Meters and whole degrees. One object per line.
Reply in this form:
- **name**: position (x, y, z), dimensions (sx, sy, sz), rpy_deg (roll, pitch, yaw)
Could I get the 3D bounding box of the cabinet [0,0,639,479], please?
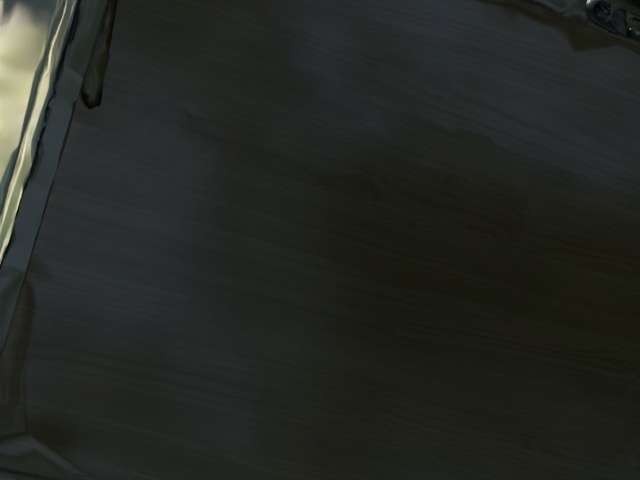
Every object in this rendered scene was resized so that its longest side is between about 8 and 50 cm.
- **cabinet**: position (0.000, 0.000, 0.576), dimensions (0.227, 0.290, 0.318), rpy_deg (-145, -109, -69)
